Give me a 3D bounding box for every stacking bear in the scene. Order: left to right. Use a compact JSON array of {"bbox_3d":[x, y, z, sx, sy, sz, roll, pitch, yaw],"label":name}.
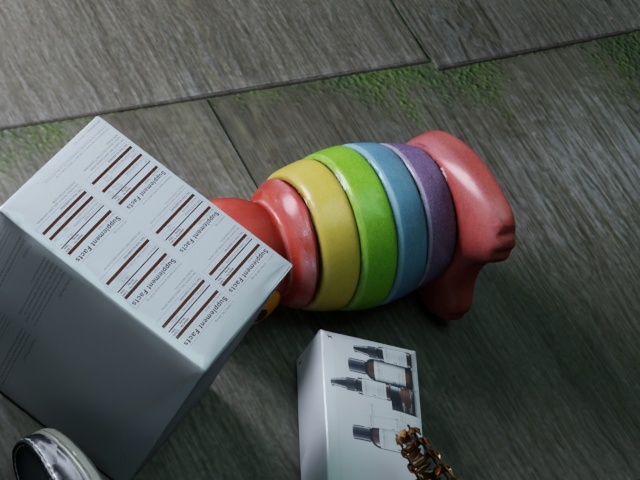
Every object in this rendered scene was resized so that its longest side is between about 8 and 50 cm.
[{"bbox_3d":[0.000,0.000,1.757,0.289,0.175,0.164,-12,63,-27],"label":"stacking bear"}]

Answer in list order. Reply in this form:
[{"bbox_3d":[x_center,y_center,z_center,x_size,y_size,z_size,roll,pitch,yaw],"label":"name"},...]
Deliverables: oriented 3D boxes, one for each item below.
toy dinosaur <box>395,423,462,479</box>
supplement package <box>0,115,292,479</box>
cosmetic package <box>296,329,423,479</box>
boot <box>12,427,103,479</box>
[{"bbox_3d":[0.160,0.299,1.572,0.322,0.218,0.164,34,73,6],"label":"toy dinosaur"},{"bbox_3d":[-0.170,0.051,1.585,0.203,0.194,0.149,38,47,2],"label":"supplement package"},{"bbox_3d":[0.037,0.197,1.677,0.099,0.060,0.239,12,50,-19],"label":"cosmetic package"},{"bbox_3d":[-0.236,0.257,1.463,0.179,0.085,0.236,-10,59,-31],"label":"boot"}]
